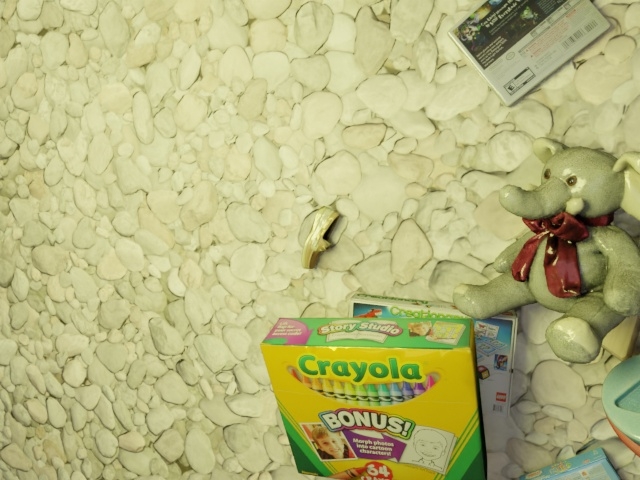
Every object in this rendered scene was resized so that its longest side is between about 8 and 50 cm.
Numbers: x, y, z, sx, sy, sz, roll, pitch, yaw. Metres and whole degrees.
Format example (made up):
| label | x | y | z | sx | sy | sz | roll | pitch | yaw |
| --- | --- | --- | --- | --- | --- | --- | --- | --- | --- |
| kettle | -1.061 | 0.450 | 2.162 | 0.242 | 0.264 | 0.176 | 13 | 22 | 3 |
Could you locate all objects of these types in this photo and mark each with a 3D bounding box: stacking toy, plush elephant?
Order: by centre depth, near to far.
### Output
| label | x | y | z | sx | sy | sz | roll | pitch | yaw |
| --- | --- | --- | --- | --- | --- | --- | --- | --- | --- |
| stacking toy | 0.519 | 0.141 | 0.616 | 0.309 | 0.280 | 0.130 | -32 | 118 | 22 |
| plush elephant | 0.373 | -0.020 | 0.671 | 0.330 | 0.272 | 0.255 | -23 | 104 | -8 |

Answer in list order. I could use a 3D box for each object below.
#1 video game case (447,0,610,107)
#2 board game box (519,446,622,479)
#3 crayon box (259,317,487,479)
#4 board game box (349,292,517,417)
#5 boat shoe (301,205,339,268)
| label | x | y | z | sx | sy | sz | roll | pitch | yaw |
| --- | --- | --- | --- | --- | --- | --- | --- | --- | --- |
| video game case | 0.345 | -0.356 | 0.758 | 0.190 | 0.022 | 0.173 | -38 | 84 | 20 |
| board game box | 0.492 | 0.502 | 0.808 | 0.160 | 0.039 | 0.212 | -33 | 85 | 20 |
| crayon box | 0.102 | 0.296 | 0.817 | 0.362 | 0.106 | 0.313 | -4 | 113 | 22 |
| board game box | 0.205 | 0.214 | 0.861 | 0.305 | 0.053 | 0.193 | 4 | 99 | 18 |
| boat shoe | 0.000 | 0.000 | 0.905 | 0.045 | 0.050 | 0.135 | 23 | 104 | 20 |
